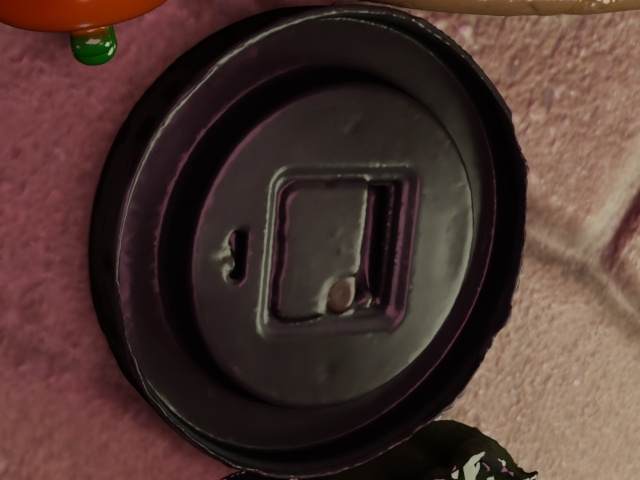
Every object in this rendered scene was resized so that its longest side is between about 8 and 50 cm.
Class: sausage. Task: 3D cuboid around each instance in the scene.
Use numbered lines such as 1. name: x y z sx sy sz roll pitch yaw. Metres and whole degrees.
1. sausage: 0.150 -0.192 0.952 0.301 0.066 0.066 -5 108 -30

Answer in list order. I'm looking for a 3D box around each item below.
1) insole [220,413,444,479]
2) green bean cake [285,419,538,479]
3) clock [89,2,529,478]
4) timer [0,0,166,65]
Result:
1. insole: 0.005 0.166 1.006 0.232 0.003 0.080 -27 118 -23
2. green bean cake: 0.063 0.256 0.998 0.222 0.125 0.227 -29 120 -20
3. clock: 0.000 0.000 0.909 0.325 0.067 0.325 -10 109 -30
4. timer: -0.135 -0.158 0.752 0.136 0.099 0.136 -5 105 -19
